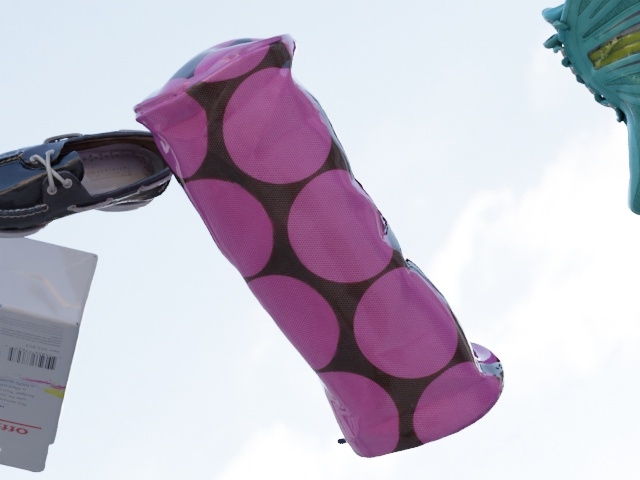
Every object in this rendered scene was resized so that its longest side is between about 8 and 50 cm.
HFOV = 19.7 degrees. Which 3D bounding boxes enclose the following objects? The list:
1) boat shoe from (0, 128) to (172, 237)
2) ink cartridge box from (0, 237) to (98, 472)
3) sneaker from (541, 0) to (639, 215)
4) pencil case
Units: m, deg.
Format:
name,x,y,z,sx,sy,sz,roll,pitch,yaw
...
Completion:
name,x,y,z,sx,sy,sz,roll,pitch,yaw
boat shoe,-0.125,-0.031,0.912,0.125,0.046,0.038,-6,-22,-37
ink cartridge box,-0.213,0.072,1.204,0.104,0.062,0.181,14,-40,-6
sneaker,0.221,-0.149,1.374,0.110,0.275,0.107,-8,-2,1
pencil case,0.000,0.000,0.855,0.095,0.098,0.209,-25,-75,25
